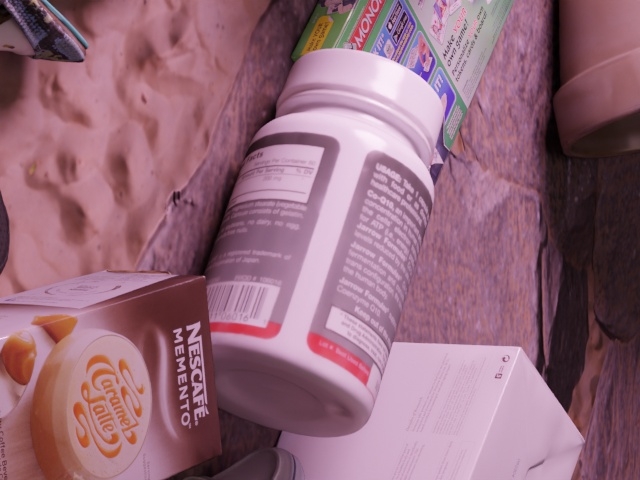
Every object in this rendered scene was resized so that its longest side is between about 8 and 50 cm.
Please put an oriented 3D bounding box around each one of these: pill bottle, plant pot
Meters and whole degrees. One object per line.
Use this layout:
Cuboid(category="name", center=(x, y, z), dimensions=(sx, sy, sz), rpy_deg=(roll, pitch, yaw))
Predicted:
Cuboid(category="pill bottle", center=(0.000, 0.000, 1.421), dimensions=(0.161, 0.161, 0.283), rpy_deg=(47, 53, -46))
Cuboid(category="plant pot", center=(0.384, -0.265, 1.903), dimensions=(0.323, 0.323, 0.280), rpy_deg=(-3, 77, -56))

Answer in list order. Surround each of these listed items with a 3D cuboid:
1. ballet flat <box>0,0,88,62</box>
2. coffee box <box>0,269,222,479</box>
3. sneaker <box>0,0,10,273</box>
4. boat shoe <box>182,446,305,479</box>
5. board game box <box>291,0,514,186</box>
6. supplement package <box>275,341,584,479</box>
Cuboid(category="ballet flat", center=(-0.229, -0.166, 1.175), dimensions=(0.188, 0.070, 0.070), rpy_deg=(50, 51, -42))
Cuboid(category="coffee box", center=(-0.182, 0.109, 1.203), dimensions=(0.246, 0.098, 0.141), rpy_deg=(-18, 106, -55))
Cuboid(category="sneaker", center=(-0.254, -0.104, 1.055), dimensions=(0.125, 0.140, 0.341), rpy_deg=(-51, 132, -46))
Cuboid(category="boat shoe", center=(-0.088, 0.221, 1.362), dimensions=(0.226, 0.083, 0.076), rpy_deg=(-48, 130, -44))
Cuboid(category="board game box", center=(0.092, -0.214, 1.658), dimensions=(0.213, 0.046, 0.317), rpy_deg=(56, 47, -40))
Cuboid(category="supplement package", center=(0.083, 0.205, 1.502), dimensions=(0.149, 0.203, 0.194), rpy_deg=(54, 50, -38))
